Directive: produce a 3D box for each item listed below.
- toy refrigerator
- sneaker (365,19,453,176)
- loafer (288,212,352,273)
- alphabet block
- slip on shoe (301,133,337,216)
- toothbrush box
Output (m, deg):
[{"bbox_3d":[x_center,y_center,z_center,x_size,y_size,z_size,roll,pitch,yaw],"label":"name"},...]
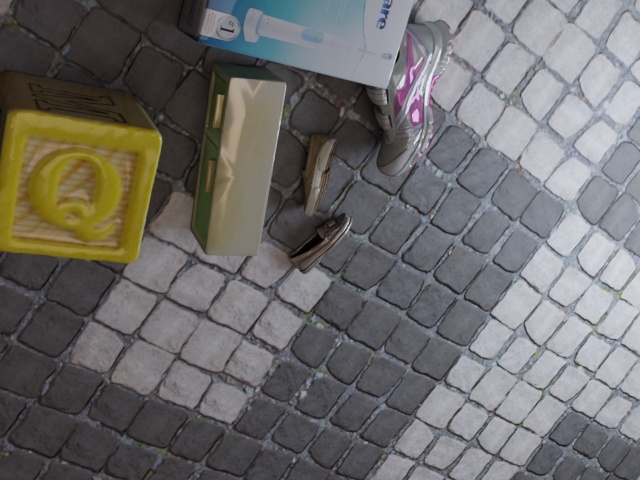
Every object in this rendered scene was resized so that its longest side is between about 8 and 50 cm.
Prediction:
[{"bbox_3d":[-0.130,-0.119,1.322,0.094,0.102,0.269,2,113,-23],"label":"toy refrigerator"},{"bbox_3d":[0.116,-0.225,1.386,0.111,0.103,0.252,6,104,-21],"label":"sneaker"},{"bbox_3d":[0.000,0.000,1.468,0.039,0.045,0.125,39,97,-25],"label":"loafer"},{"bbox_3d":[-0.336,-0.099,1.188,0.194,0.197,0.192,5,111,-25],"label":"alphabet block"},{"bbox_3d":[-0.010,-0.105,1.417,0.041,0.051,0.135,21,118,11],"label":"slip on shoe"},{"bbox_3d":[-0.024,-0.355,1.242,0.296,0.126,0.216,8,108,-25],"label":"toothbrush box"}]
